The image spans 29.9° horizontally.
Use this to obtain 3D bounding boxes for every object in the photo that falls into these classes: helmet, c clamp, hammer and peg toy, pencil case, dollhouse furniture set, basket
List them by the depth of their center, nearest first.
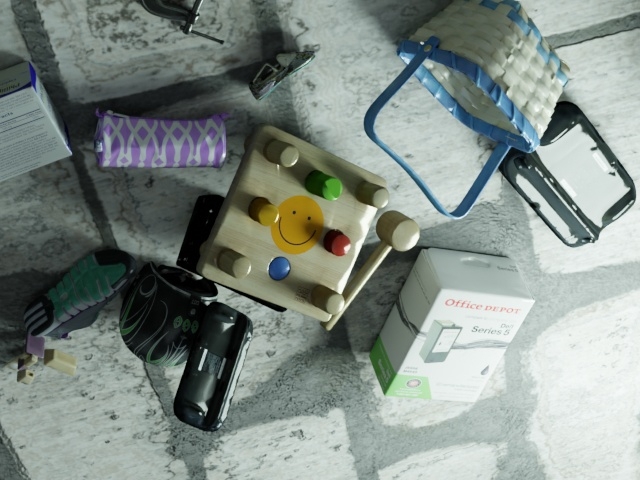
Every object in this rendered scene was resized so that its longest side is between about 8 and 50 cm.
[{"bbox_3d":[-0.180,-0.358,1.672,0.137,0.022,0.161,9,128,-18],"label":"c clamp"},{"bbox_3d":[0.217,-0.204,1.782,0.289,0.201,0.255,-54,130,-11],"label":"basket"},{"bbox_3d":[-0.241,-0.152,1.794,0.206,0.086,0.088,0,103,-19],"label":"pencil case"},{"bbox_3d":[0.000,0.000,1.901,0.361,0.127,0.266,24,90,-32],"label":"hammer and peg toy"},{"bbox_3d":[-0.256,0.131,1.992,0.169,0.169,0.161,18,106,-30],"label":"helmet"},{"bbox_3d":[-0.484,0.229,2.061,0.081,0.091,0.114,-32,137,32],"label":"dollhouse furniture set"}]

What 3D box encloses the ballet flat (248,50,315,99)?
[{"bbox_3d":[-0.061,-0.255,1.785,0.114,0.041,0.041,-36,131,14],"label":"ballet flat"}]

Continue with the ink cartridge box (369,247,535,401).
[{"bbox_3d":[0.236,0.159,2.186,0.198,0.115,0.273,7,128,-22],"label":"ink cartridge box"}]

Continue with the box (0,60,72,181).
[{"bbox_3d":[-0.444,-0.169,1.719,0.126,0.072,0.137,-20,134,1],"label":"box"}]

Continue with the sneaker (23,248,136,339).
[{"bbox_3d":[-0.381,0.091,1.980,0.223,0.083,0.098,-30,153,16],"label":"sneaker"}]

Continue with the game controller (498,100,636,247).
[{"bbox_3d":[0.428,-0.107,2.051,0.166,0.067,0.319,-46,133,3],"label":"game controller"}]

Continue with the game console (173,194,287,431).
[{"bbox_3d":[-0.158,0.121,1.922,0.213,0.361,0.044,28,161,-34],"label":"game console"}]
